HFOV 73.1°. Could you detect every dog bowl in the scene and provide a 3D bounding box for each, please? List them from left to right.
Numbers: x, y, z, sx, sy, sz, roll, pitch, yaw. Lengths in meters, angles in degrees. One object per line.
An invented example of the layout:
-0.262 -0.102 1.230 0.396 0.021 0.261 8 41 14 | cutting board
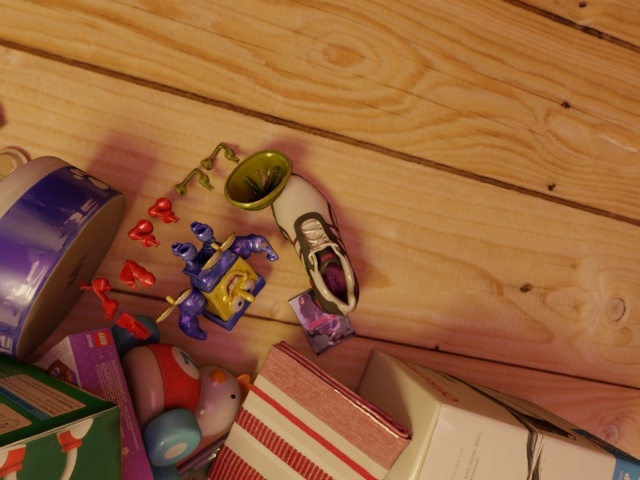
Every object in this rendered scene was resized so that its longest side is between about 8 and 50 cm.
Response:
-0.387 0.023 0.598 0.104 0.265 0.264 29 86 -13 | dog bowl

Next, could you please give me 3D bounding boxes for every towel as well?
-0.038 0.347 0.674 0.237 0.037 0.328 32 109 16 | towel

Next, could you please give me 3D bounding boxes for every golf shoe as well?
0.000 0.000 0.748 0.105 0.120 0.272 -26 90 -9 | golf shoe

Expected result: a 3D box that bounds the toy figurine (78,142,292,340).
-0.170 0.034 0.726 0.362 0.191 0.217 -56 145 -29 | toy figurine

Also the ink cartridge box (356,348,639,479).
0.279 0.350 0.735 0.395 0.285 0.166 21 86 -12 | ink cartridge box

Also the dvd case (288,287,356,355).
0.004 0.145 0.811 0.087 0.013 0.119 -27 98 -10 | dvd case

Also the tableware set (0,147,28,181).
-0.554 -0.135 0.683 0.141 0.020 0.168 -27 100 -4 | tableware set

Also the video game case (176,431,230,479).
-0.156 0.456 0.783 0.212 0.023 0.193 -33 98 -9 | video game case

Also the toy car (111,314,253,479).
-0.202 0.248 0.694 0.238 0.219 0.210 1 125 -42 | toy car

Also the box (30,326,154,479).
-0.354 0.263 0.600 0.057 0.293 0.200 -5 70 -53 | box

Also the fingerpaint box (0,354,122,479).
-0.424 0.350 0.516 0.163 0.445 0.370 -3 94 -53 | fingerpaint box
